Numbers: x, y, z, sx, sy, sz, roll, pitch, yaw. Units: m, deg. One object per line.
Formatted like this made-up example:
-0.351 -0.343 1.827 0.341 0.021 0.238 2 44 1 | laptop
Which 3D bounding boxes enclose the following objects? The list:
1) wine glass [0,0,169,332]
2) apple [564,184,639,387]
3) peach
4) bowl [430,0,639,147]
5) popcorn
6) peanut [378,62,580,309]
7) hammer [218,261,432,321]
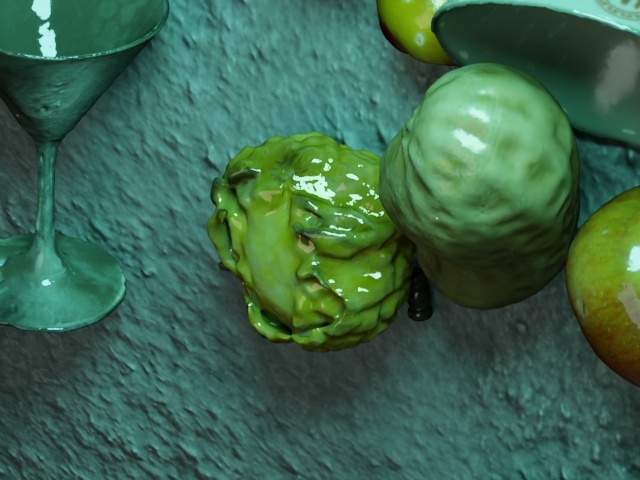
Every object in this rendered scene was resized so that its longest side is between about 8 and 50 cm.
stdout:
-0.317 -0.106 1.853 0.267 0.267 0.406 23 126 23 | wine glass
0.341 0.050 1.517 0.235 0.210 0.173 37 153 -9 | apple
0.119 -0.238 1.574 0.138 0.138 0.138 14 119 27 | peach
0.285 -0.204 1.437 0.337 0.337 0.157 18 81 25 | bowl
0.000 0.000 1.725 0.250 0.190 0.250 8 109 25 | popcorn
0.156 -0.038 1.549 0.192 0.169 0.387 1 156 9 | peanut
0.000 0.047 1.860 0.292 0.029 0.058 7 113 32 | hammer
